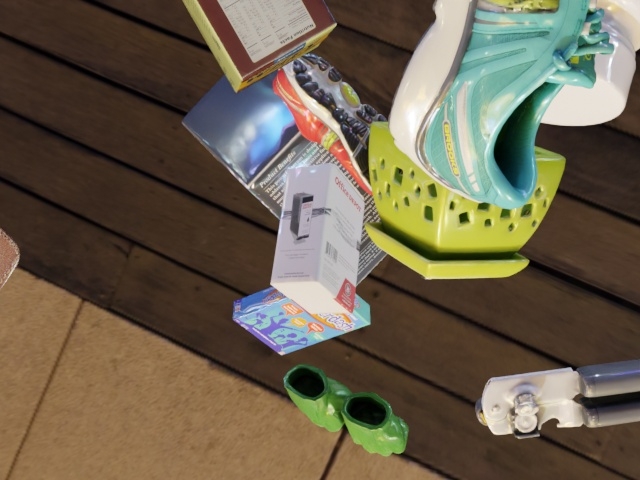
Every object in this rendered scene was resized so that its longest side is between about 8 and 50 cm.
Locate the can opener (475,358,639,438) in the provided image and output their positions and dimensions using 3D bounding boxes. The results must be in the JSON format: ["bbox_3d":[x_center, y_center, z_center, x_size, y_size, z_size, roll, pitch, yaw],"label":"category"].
[{"bbox_3d":[0.323,0.174,1.027,0.280,0.093,0.074,-8,106,5],"label":"can opener"}]

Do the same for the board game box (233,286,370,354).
[{"bbox_3d":[-0.035,0.137,1.656,0.210,0.160,0.047,-23,46,26],"label":"board game box"}]

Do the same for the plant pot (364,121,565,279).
[{"bbox_3d":[0.208,-0.061,1.364,0.228,0.227,0.207,0,108,-29],"label":"plant pot"}]

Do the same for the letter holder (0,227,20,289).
[{"bbox_3d":[-0.403,0.086,0.744,0.152,0.214,0.302,29,69,32],"label":"letter holder"}]

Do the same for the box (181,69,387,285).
[{"bbox_3d":[-0.032,-0.139,1.734,0.212,0.395,0.293,-45,45,-1],"label":"box"}]

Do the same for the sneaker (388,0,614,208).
[{"bbox_3d":[0.137,-0.145,0.537,0.110,0.107,0.275,41,132,32],"label":"sneaker"}]

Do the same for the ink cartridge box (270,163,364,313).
[{"bbox_3d":[0.000,0.000,0.934,0.056,0.099,0.135,-4,65,25],"label":"ink cartridge box"}]

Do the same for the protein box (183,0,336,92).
[{"bbox_3d":[-0.097,-0.316,1.114,0.136,0.200,0.201,-30,98,-4],"label":"protein box"}]

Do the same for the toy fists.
[{"bbox_3d":[0.054,0.345,1.774,0.279,0.142,0.096,19,57,32],"label":"toy fists"}]

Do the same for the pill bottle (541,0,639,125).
[{"bbox_3d":[0.225,-0.256,0.767,0.161,0.161,0.283,14,80,10],"label":"pill bottle"}]

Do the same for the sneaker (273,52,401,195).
[{"bbox_3d":[0.028,-0.186,1.452,0.107,0.118,0.279,-44,102,-31],"label":"sneaker"}]
